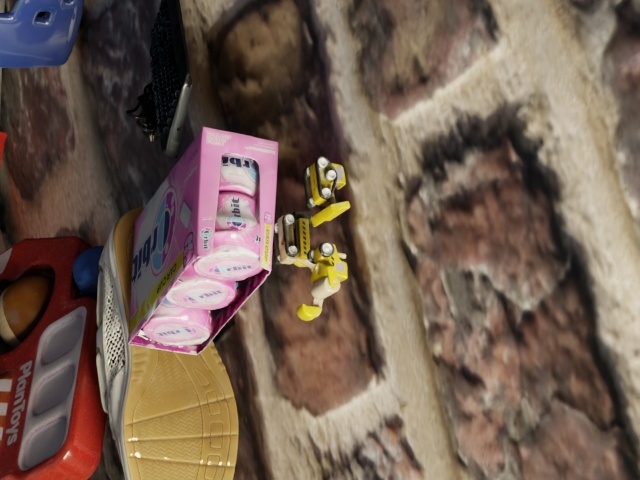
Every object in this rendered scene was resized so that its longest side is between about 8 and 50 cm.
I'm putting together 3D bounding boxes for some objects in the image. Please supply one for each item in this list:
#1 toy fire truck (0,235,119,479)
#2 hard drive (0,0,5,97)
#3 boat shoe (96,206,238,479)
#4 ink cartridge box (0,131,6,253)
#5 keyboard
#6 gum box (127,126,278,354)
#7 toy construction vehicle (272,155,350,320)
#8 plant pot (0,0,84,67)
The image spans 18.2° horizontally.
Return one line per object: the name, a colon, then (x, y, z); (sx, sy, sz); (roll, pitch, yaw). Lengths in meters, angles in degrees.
toy fire truck: (-0.267, 0.119, 1.774); (0.254, 0.169, 0.302); (-27, 39, 32)
hard drive: (-0.394, -0.129, 1.922); (0.040, 0.203, 0.308); (22, 116, 37)
boat shoe: (-0.133, 0.116, 1.631); (0.096, 0.098, 0.277); (-38, 54, 57)
ink cartridge box: (-0.371, 0.000, 1.910); (0.056, 0.181, 0.225); (15, 95, 39)
keyboard: (-0.130, -0.126, 1.564); (0.192, 0.038, 0.100); (-103, 22, -61)
gum box: (-0.089, 0.002, 1.518); (0.188, 0.062, 0.107); (132, 144, -58)
toy construction vehicle: (0.000, 0.000, 1.437); (0.086, 0.035, 0.098); (-38, 55, 55)
plant pot: (-0.325, -0.304, 1.748); (0.212, 0.236, 0.236); (-56, 48, 41)
